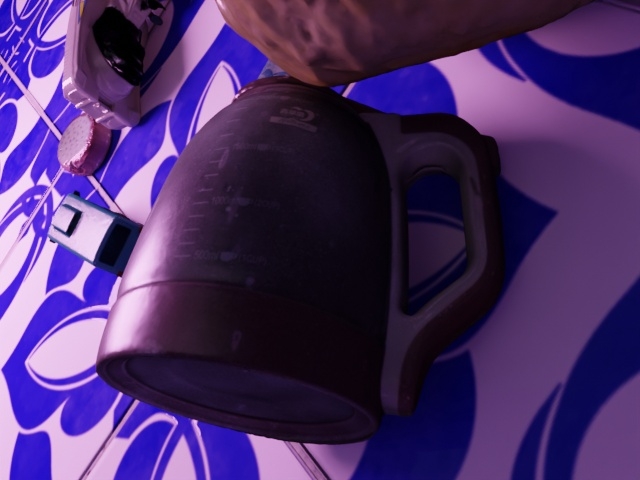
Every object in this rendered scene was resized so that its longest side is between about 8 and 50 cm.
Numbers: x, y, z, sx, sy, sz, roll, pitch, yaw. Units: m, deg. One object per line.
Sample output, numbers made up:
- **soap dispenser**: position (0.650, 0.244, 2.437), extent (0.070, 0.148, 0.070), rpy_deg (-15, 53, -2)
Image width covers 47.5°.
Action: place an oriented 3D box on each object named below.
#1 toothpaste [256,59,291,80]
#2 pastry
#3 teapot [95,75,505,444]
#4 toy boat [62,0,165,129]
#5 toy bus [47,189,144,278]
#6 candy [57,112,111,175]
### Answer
- **toothpaste**: position (-0.074, -0.147, 0.875), extent (0.268, 0.047, 0.069), rpy_deg (-59, 31, -2)
- **pastry**: position (0.073, -0.308, 0.578), extent (0.389, 0.312, 0.388), rpy_deg (-21, 19, 8)
- **teapot**: position (0.000, 0.000, 0.633), extent (0.315, 0.233, 0.312), rpy_deg (5, 65, 14)
- **toy boat**: position (-0.311, -0.307, 1.105), extent (0.141, 0.141, 0.269), rpy_deg (-14, 59, 37)
- **toy bus**: position (-0.293, -0.007, 0.968), extent (0.160, 0.092, 0.079), rpy_deg (21, 84, 46)
- **candy**: position (-0.372, -0.152, 1.145), extent (0.103, 0.043, 0.103), rpy_deg (-20, 57, 34)
